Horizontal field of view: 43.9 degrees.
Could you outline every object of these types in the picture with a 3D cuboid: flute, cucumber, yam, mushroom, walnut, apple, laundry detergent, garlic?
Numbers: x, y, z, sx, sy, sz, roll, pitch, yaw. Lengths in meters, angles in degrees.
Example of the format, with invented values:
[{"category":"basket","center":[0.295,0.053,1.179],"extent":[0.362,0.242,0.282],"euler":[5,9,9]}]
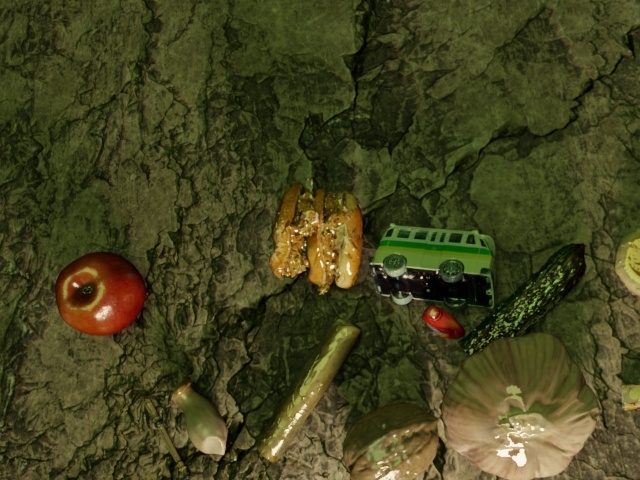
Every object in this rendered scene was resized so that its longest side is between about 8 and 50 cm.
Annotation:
[{"category":"flute","center":[-0.383,0.492,1.972],"extent":[0.027,0.027,0.233],"euler":[-38,67,6]},{"category":"cucumber","center":[0.462,0.141,1.750],"extent":[0.359,0.096,0.096],"euler":[-42,66,1]},{"category":"yam","center":[-0.029,0.350,1.865],"extent":[0.083,0.083,0.372],"euler":[31,87,24]},{"category":"mushroom","center":[-0.292,0.432,1.919],"extent":[0.088,0.097,0.212],"euler":[-43,66,15]},{"category":"walnut","center":[0.155,0.446,1.730],"extent":[0.230,0.178,0.178],"euler":[-31,67,2]},{"category":"apple","center":[-0.567,0.137,2.043],"extent":[0.218,0.201,0.218],"euler":[-2,77,11]},{"category":"laundry detergent","center":[0.269,0.179,1.759],"extent":[0.097,0.165,0.049],"euler":[21,81,23]},{"category":"garlic","center":[0.401,0.348,1.611],"extent":[0.317,0.259,0.318],"euler":[0,88,7]}]

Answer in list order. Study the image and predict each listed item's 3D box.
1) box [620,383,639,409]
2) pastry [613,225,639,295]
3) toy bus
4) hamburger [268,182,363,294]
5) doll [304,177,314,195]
[{"category":"box","center":[0.727,0.317,1.631],"extent":[0.207,0.041,0.050],"euler":[-7,70,17]},{"category":"pastry","center":[0.706,0.048,1.690],"extent":[0.165,0.088,0.166],"euler":[-4,77,17]},{"category":"toy bus","center":[0.264,0.054,1.800],"extent":[0.276,0.134,0.165],"euler":[5,51,20]},{"category":"hamburger","center":[-0.008,-0.002,1.868],"extent":[0.211,0.245,0.261],"euler":[5,100,-1]},{"category":"doll","center":[-0.044,-0.093,2.003],"extent":[0.084,0.073,0.127],"euler":[33,92,-9]}]
